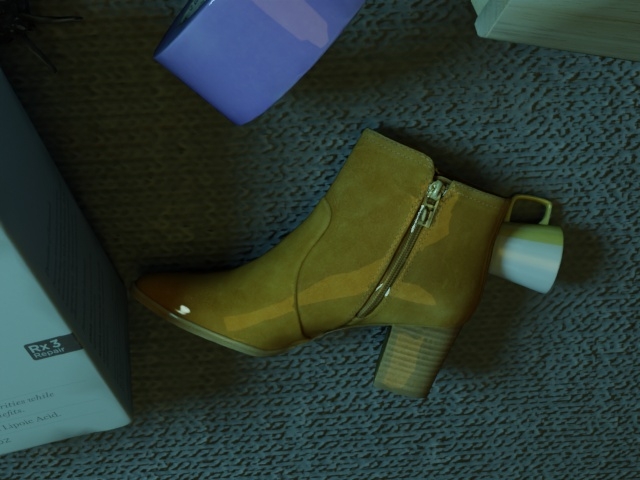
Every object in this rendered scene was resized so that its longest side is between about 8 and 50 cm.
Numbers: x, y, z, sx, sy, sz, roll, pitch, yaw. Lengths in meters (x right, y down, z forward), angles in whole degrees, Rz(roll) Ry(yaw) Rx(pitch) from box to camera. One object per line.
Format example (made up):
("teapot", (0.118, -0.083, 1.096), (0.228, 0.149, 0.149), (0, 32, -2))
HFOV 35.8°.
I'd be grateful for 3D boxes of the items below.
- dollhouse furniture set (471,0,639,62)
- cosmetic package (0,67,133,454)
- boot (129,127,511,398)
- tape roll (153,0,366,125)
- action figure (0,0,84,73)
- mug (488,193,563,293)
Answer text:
("dollhouse furniture set", (0.210, -0.329, 0.541), (0.362, 0.256, 0.394), (2, 143, -27))
("cosmetic package", (-0.299, 0.003, 0.723), (0.217, 0.156, 0.385), (-16, 139, 3))
("boot", (0.001, 0.000, 0.862), (0.295, 0.104, 0.211), (17, 99, -4))
("tape roll", (-0.033, -0.181, 0.721), (0.080, 0.189, 0.189), (38, 105, -18))
("action figure", (-0.317, -0.202, 0.719), (0.275, 0.141, 0.164), (27, 107, -11))
("mug", (0.179, 0.005, 0.895), (0.064, 0.078, 0.062), (12, 144, 0))
